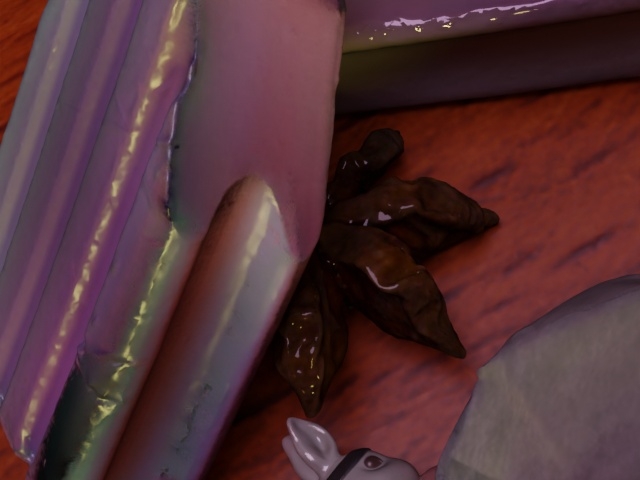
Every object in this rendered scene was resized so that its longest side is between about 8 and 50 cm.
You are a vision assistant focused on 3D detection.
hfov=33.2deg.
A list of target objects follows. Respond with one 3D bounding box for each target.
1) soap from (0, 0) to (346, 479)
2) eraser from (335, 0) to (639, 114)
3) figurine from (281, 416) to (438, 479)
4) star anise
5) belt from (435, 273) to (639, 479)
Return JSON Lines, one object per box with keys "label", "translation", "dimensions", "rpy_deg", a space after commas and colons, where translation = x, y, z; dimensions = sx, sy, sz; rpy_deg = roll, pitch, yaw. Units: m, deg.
{"label": "soap", "translation": [-0.092, -0.033, 0.583], "dimensions": [0.193, 0.109, 0.323], "rpy_deg": [46, 122, 41]}
{"label": "eraser", "translation": [0.113, -0.232, 0.691], "dimensions": [0.359, 0.122, 0.272], "rpy_deg": [-5, 68, 14]}
{"label": "figurine", "translation": [0.046, 0.156, 0.596], "dimensions": [0.098, 0.081, 0.146], "rpy_deg": [-5, 53, -35]}
{"label": "star anise", "translation": [-0.002, 0.006, 0.644], "dimensions": [0.212, 0.111, 0.196], "rpy_deg": [21, 83, 14]}
{"label": "belt", "translation": [0.237, 0.183, 0.402], "dimensions": [0.436, 0.173, 0.300], "rpy_deg": [42, 113, 35]}
